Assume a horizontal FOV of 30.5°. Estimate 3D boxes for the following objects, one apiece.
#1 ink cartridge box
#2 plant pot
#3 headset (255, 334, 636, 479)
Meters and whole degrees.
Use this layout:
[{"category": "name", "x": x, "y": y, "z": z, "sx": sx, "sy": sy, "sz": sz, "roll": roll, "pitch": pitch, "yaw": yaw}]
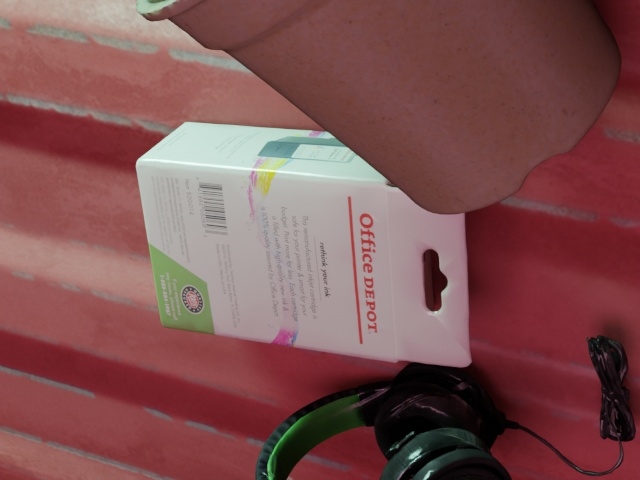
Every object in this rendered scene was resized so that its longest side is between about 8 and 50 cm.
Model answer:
[{"category": "ink cartridge box", "x": 0.000, "y": 0.000, "z": 1.217, "sx": 0.354, "sy": 0.119, "sz": 0.207, "roll": 7, "pitch": 119, "yaw": 23}, {"category": "plant pot", "x": 0.074, "y": -0.197, "z": 0.968, "sx": 0.334, "sy": 0.333, "sz": 0.305, "roll": -28, "pitch": 118, "yaw": 34}, {"category": "headset", "x": 0.123, "y": 0.203, "z": 1.209, "sx": 0.394, "sy": 0.243, "sz": 0.185, "roll": -9, "pitch": 117, "yaw": 6}]
